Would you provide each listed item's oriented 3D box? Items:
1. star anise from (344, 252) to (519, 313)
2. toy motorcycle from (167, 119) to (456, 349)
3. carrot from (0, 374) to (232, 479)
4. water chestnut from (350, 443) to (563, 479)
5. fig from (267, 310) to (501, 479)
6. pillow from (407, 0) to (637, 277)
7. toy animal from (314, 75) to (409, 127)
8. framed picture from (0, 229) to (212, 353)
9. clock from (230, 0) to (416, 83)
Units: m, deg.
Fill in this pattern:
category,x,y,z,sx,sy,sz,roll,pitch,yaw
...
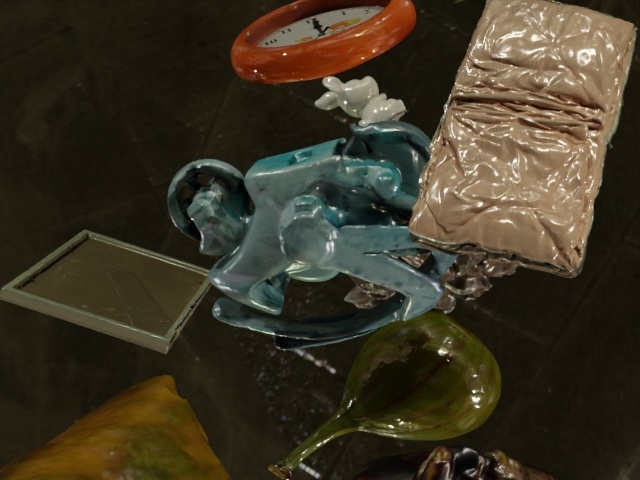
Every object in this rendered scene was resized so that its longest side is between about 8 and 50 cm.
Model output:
category,x,y,z,sx,sy,sz,roll,pitch,yaw
star anise,0.184,0.028,1.300,0.332,0.332,0.117,-36,64,26
toy motorcycle,0.000,0.000,0.823,0.260,0.154,0.206,-12,113,13
carrot,-0.209,0.289,0.750,0.242,0.341,0.241,8,108,25
water chestnut,0.087,0.270,0.642,0.289,0.289,0.244,-16,79,23
fig,0.069,0.187,0.958,0.259,0.151,0.151,-38,93,-1
pillow,0.151,-0.086,0.645,0.126,0.043,0.232,16,67,14
toy animal,0.064,-0.205,1.344,0.124,0.085,0.071,47,155,15
framed picture,-0.309,0.067,1.370,0.247,0.335,0.022,18,106,0
clock,0.003,-0.219,0.952,0.205,0.205,0.051,-4,122,21
